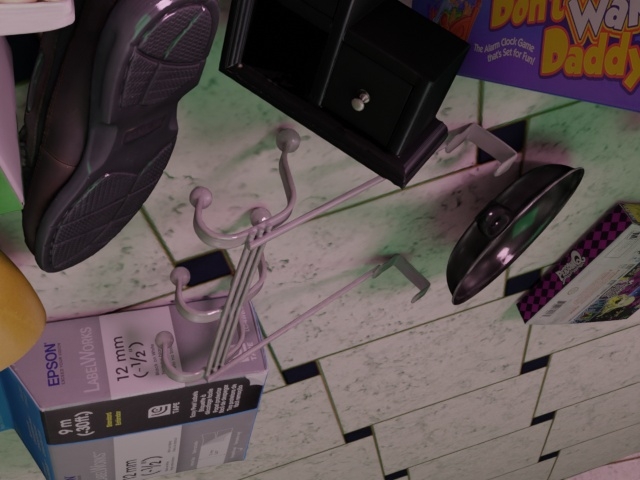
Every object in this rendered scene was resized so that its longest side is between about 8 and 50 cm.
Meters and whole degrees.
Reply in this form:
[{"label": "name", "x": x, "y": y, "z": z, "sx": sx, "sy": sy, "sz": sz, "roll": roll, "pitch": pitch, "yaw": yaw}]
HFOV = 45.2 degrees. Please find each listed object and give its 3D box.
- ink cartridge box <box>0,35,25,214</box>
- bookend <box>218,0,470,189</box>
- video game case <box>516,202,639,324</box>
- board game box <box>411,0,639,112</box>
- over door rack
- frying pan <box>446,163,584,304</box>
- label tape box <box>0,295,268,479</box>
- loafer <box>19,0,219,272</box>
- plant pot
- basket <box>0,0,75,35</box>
[{"label": "ink cartridge box", "x": -0.289, "y": -0.073, "z": 0.434, "sx": 0.208, "sy": 0.153, "sz": 0.087, "roll": -15, "pitch": 146, "yaw": -9}, {"label": "bookend", "x": 0.028, "y": -0.142, "z": 0.487, "sx": 0.072, "sy": 0.157, "sz": 0.156, "roll": -47, "pitch": 168, "yaw": -39}, {"label": "video game case", "x": 0.417, "y": 0.038, "z": 1.058, "sx": 0.210, "sy": 0.042, "sz": 0.232, "roll": 1, "pitch": 142, "yaw": -28}, {"label": "board game box", "x": 0.242, "y": -0.122, "z": 0.476, "sx": 0.233, "sy": 0.347, "sz": 0.078, "roll": -2, "pitch": 108, "yaw": -25}, {"label": "over door rack", "x": 0.000, "y": 0.000, "z": 0.750, "sx": 0.324, "sy": 0.108, "sz": 0.239, "roll": -17, "pitch": 150, "yaw": -30}, {"label": "frying pan", "x": 0.166, "y": 0.003, "z": 0.772, "sx": 0.326, "sy": 0.053, "sz": 0.197, "roll": -17, "pitch": 147, "yaw": -52}, {"label": "label tape box", "x": -0.250, "y": 0.192, "z": 0.877, "sx": 0.347, "sy": 0.115, "sz": 0.249, "roll": -8, "pitch": 145, "yaw": -19}, {"label": "loafer", "x": -0.163, "y": -0.091, "z": 0.553, "sx": 0.109, "sy": 0.095, "sz": 0.302, "roll": -32, "pitch": 166, "yaw": -43}, {"label": "plant pot", "x": -0.306, "y": 0.043, "z": 0.635, "sx": 0.134, "sy": 0.134, "sz": 0.095, "roll": -11, "pitch": 122, "yaw": -12}, {"label": "basket", "x": -0.213, "y": -0.171, "z": 0.371, "sx": 0.167, "sy": 0.113, "sz": 0.103, "roll": -8, "pitch": 141, "yaw": -19}]
